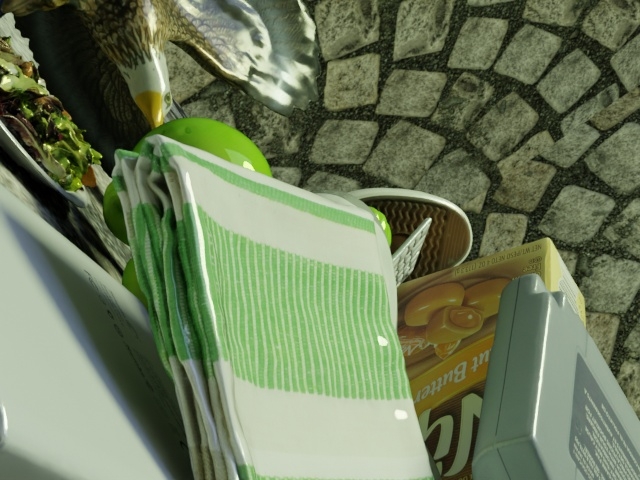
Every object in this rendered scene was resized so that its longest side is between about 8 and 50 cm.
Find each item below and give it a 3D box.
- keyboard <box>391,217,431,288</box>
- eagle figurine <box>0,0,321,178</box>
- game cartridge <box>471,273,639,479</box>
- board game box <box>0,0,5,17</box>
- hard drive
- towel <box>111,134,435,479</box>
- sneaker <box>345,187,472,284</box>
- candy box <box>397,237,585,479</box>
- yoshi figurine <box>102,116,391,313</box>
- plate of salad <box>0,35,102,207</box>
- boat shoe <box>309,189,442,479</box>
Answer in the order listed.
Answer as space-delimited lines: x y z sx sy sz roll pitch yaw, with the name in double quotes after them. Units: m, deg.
0.015 0.073 1.048 0.014 0.256 0.072 36 -39 10 "keyboard"
-0.148 -0.174 1.094 0.226 0.225 0.298 12 -11 18 "eagle figurine"
0.189 0.189 0.887 0.294 0.060 0.196 57 26 -25 "game cartridge"
-0.273 -0.275 1.200 0.060 0.194 0.194 56 -13 -27 "board game box"
-0.124 0.057 0.623 0.210 0.040 0.318 56 1 28 "hard drive"
0.009 0.115 0.686 0.248 0.038 0.324 17 52 -60 "towel"
0.000 0.000 1.310 0.123 0.290 0.106 -125 -152 -76 "sneaker"
0.114 0.154 1.041 0.087 0.183 0.316 54 29 -32 "candy box"
-0.067 0.002 1.047 0.203 0.203 0.362 48 2 10 "yoshi figurine"
-0.225 -0.111 0.980 0.200 0.048 0.200 56 2 -3 "plate of salad"
0.006 0.130 0.870 0.103 0.118 0.320 -23 109 -60 "boat shoe"
